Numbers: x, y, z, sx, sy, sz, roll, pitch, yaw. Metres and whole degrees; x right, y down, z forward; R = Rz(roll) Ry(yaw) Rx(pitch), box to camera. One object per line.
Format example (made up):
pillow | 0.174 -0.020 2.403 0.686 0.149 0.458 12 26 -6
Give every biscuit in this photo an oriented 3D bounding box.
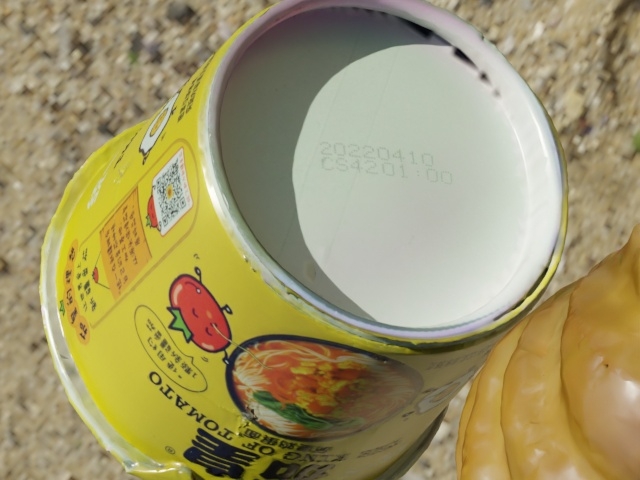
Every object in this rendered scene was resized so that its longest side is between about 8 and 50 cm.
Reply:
biscuit | 0.176 0.022 0.707 0.107 0.326 0.326 49 131 5

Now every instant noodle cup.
instant noodle cup | 0.000 0.000 1.145 0.325 0.325 0.254 39 147 -4
